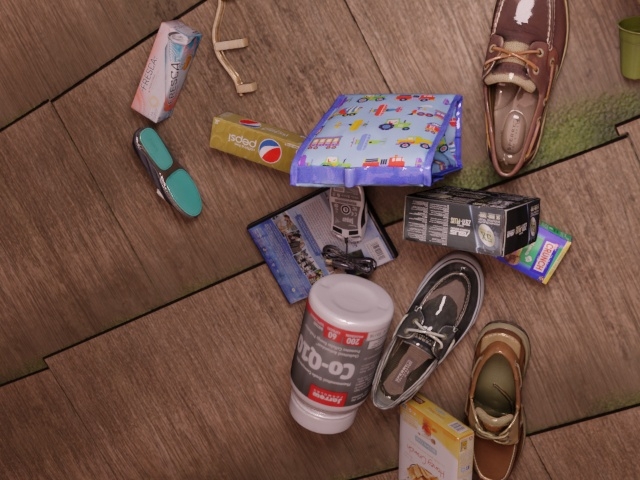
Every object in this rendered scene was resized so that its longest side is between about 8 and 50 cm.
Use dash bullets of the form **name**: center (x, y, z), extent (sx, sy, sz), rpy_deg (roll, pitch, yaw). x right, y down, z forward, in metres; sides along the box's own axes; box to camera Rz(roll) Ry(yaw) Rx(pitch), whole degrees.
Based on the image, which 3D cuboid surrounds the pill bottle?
- **pill bottle**: center (0.031, 0.220, 1.534), extent (0.161, 0.161, 0.283), rpy_deg (20, 121, 12)

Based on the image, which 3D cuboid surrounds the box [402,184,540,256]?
- **box**: center (0.250, -0.036, 1.339), extent (0.180, 0.147, 0.077), rpy_deg (11, 105, 33)

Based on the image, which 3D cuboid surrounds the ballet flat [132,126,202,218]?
- **ballet flat**: center (-0.305, -0.130, 1.590), extent (0.074, 0.074, 0.203), rpy_deg (-24, 106, 27)

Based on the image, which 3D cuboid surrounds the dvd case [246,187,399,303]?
- **dvd case**: center (0.000, 0.000, 1.546), extent (0.253, 0.022, 0.180), rpy_deg (-25, 99, 27)

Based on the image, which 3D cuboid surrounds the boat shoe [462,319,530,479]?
- **boat shoe**: center (0.316, 0.310, 1.491), extent (0.122, 0.120, 0.324), rpy_deg (4, 111, 19)

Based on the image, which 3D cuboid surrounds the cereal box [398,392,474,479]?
- **cereal box**: center (0.220, 0.437, 1.568), extent (0.173, 0.047, 0.240), rpy_deg (27, 124, 52)

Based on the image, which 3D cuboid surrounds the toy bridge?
- **toy bridge**: center (-0.162, -0.355, 1.466), extent (0.063, 0.026, 0.188), rpy_deg (-2, 109, 24)

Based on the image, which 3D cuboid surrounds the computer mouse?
- **computer mouse**: center (0.055, -0.034, 1.478), extent (0.106, 0.042, 0.193), rpy_deg (13, 119, 21)

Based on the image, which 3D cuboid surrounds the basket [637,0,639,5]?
- **basket**: center (0.465, -0.411, 1.024), extent (0.213, 0.299, 0.223), rpy_deg (-36, 52, 26)

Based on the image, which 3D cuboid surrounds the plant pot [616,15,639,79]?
- **plant pot**: center (0.486, -0.289, 1.226), extent (0.083, 0.083, 0.079), rpy_deg (9, 126, 17)

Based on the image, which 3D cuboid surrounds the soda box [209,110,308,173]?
- **soda box**: center (-0.111, -0.180, 1.496), extent (0.181, 0.058, 0.061), rpy_deg (20, 116, 13)

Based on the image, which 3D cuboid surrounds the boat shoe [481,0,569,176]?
- **boat shoe**: center (0.312, -0.265, 1.267), extent (0.123, 0.123, 0.342), rpy_deg (12, 114, 16)

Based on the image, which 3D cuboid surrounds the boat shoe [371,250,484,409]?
- **boat shoe**: center (0.197, 0.179, 1.478), extent (0.121, 0.119, 0.335), rpy_deg (28, 110, 10)

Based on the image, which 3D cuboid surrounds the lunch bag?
- **lunch bag**: center (0.094, -0.145, 1.300), extent (0.221, 0.293, 0.138), rpy_deg (3, 111, 20)

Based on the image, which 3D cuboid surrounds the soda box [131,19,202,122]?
- **soda box**: center (-0.288, -0.314, 1.512), extent (0.063, 0.058, 0.183), rpy_deg (31, 118, 7)

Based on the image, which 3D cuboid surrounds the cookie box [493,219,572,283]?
- **cookie box**: center (0.365, 0.010, 1.401), extent (0.107, 0.040, 0.092), rpy_deg (28, 116, 8)
